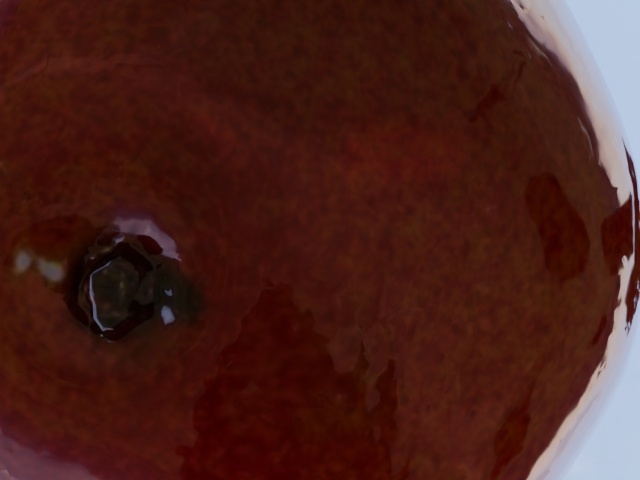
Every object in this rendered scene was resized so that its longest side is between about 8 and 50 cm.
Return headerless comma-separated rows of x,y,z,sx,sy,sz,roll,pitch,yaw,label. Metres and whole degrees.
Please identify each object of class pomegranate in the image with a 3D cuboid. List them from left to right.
-0.027,-0.001,0.450,0.221,0.256,0.221,-1,-98,4,pomegranate
